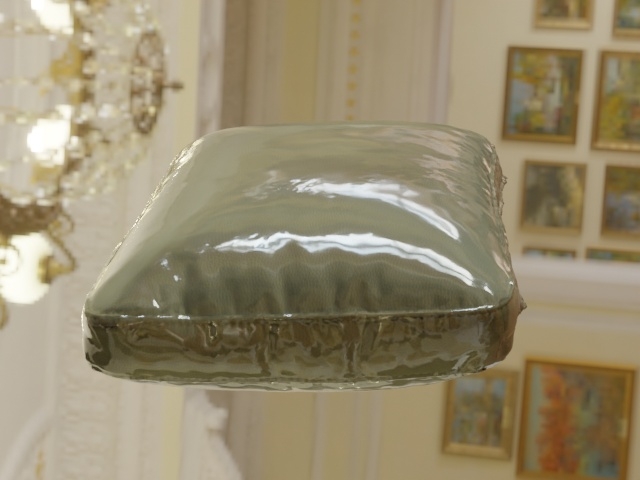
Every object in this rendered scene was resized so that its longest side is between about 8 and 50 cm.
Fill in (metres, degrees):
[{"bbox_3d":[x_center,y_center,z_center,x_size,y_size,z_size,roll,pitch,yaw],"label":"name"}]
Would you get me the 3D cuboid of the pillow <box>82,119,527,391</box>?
[{"bbox_3d":[0.000,0.000,0.874,0.322,0.255,0.119,-79,-13,-67],"label":"pillow"}]
